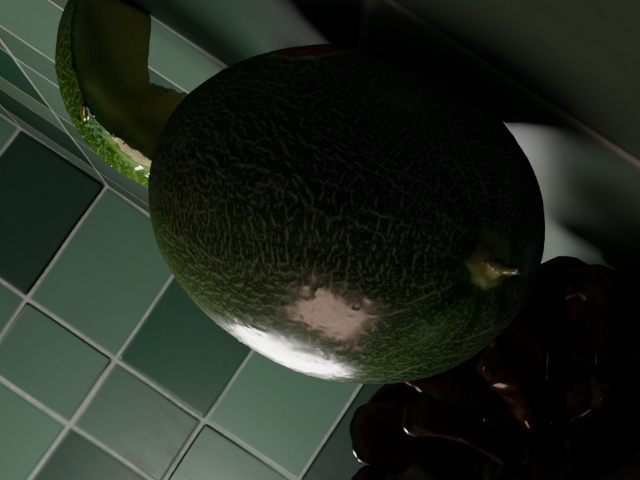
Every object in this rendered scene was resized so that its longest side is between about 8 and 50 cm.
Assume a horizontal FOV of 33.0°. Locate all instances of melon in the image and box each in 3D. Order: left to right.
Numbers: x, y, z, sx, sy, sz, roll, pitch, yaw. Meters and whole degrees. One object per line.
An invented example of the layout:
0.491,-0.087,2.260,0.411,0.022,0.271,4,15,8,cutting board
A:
-0.132,-0.110,0.873,0.210,0.118,0.064,30,167,-9,melon
0.012,-0.015,0.599,0.182,0.182,0.288,40,171,-37,melon

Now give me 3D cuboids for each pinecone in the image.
0.166,0.145,0.676,0.242,0.298,0.296,-23,141,28,pinecone
